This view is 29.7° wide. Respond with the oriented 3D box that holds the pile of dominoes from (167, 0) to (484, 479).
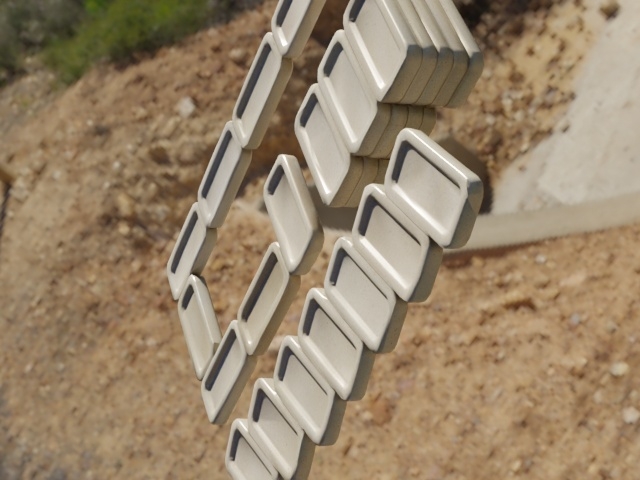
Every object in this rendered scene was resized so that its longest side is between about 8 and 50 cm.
[{"bbox_3d":[0.000,0.000,0.567,0.251,0.040,0.196,-62,36,39],"label":"pile of dominoes"}]
